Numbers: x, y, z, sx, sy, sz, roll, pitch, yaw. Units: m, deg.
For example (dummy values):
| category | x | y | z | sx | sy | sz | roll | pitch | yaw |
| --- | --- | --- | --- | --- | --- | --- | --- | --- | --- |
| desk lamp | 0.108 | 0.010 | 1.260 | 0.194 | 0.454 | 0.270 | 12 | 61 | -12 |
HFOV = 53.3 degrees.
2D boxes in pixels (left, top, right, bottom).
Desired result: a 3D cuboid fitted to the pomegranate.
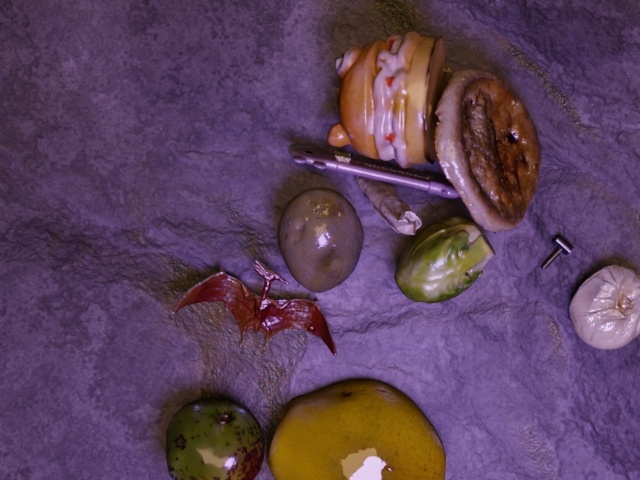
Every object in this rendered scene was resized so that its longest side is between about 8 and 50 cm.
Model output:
| category | x | y | z | sx | sy | sz | roll | pitch | yaw |
| --- | --- | --- | --- | --- | --- | --- | --- | --- | --- |
| pomegranate | -0.225 | 0.460 | 1.356 | 0.214 | 0.214 | 0.248 | 10 | 121 | 0 |

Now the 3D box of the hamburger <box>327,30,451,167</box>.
| category | x | y | z | sx | sy | sz | roll | pitch | yaw |
| --- | --- | --- | --- | --- | --- | --- | --- | --- | --- |
| hamburger | 0.141 | -0.296 | 1.339 | 0.237 | 0.276 | 0.276 | 6 | 88 | 20 |

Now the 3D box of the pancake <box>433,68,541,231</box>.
| category | x | y | z | sx | sy | sz | roll | pitch | yaw |
| --- | --- | --- | --- | --- | --- | --- | --- | --- | --- |
| pancake | 0.357 | -0.195 | 1.337 | 0.356 | 0.065 | 0.356 | 9 | 76 | -41 |

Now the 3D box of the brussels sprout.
| category | x | y | z | sx | sy | sz | roll | pitch | yaw |
| --- | --- | --- | --- | --- | --- | --- | --- | --- | --- |
| brussels sprout | 0.253 | 0.044 | 1.347 | 0.223 | 0.223 | 0.161 | -40 | 77 | -1 |

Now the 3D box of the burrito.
| category | x | y | z | sx | sy | sz | roll | pitch | yaw |
| --- | --- | --- | --- | --- | --- | --- | --- | --- | --- |
| burrito | 0.146 | -0.077 | 1.367 | 0.087 | 0.226 | 0.060 | 26 | 107 | -29 |

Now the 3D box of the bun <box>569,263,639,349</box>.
| category | x | y | z | sx | sy | sz | roll | pitch | yaw |
| --- | --- | --- | --- | --- | --- | --- | --- | --- | --- |
| bun | 0.635 | 0.147 | 1.390 | 0.164 | 0.111 | 0.188 | 40 | 92 | 4 |

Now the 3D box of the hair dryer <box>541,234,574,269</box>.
| category | x | y | z | sx | sy | sz | roll | pitch | yaw |
| --- | --- | --- | --- | --- | --- | --- | --- | --- | --- |
| hair dryer | 0.526 | 0.031 | 1.439 | 0.047 | 0.026 | 0.083 | 42 | 96 | 3 |

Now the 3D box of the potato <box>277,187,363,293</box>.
| category | x | y | z | sx | sy | sz | roll | pitch | yaw |
| --- | --- | --- | --- | --- | --- | --- | --- | --- | --- |
| potato | 0.000 | 0.000 | 1.377 | 0.178 | 0.160 | 0.235 | 14 | 109 | 18 |

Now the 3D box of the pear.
| category | x | y | z | sx | sy | sz | roll | pitch | yaw |
| --- | --- | --- | --- | --- | --- | --- | --- | --- | --- |
| pear | 0.081 | 0.475 | 1.341 | 0.386 | 0.191 | 0.340 | 10 | 88 | 0 |

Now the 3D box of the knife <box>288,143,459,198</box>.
| category | x | y | z | sx | sy | sz | roll | pitch | yaw |
| --- | --- | --- | --- | --- | --- | --- | --- | --- | --- |
| knife | 0.124 | -0.157 | 1.402 | 0.399 | 0.132 | 0.038 | 13 | 116 | -5 |

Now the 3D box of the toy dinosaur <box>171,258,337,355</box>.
| category | x | y | z | sx | sy | sz | roll | pitch | yaw |
| --- | --- | --- | --- | --- | --- | --- | --- | --- | --- |
| toy dinosaur | -0.125 | 0.167 | 1.383 | 0.327 | 0.113 | 0.206 | 40 | 107 | -6 |
